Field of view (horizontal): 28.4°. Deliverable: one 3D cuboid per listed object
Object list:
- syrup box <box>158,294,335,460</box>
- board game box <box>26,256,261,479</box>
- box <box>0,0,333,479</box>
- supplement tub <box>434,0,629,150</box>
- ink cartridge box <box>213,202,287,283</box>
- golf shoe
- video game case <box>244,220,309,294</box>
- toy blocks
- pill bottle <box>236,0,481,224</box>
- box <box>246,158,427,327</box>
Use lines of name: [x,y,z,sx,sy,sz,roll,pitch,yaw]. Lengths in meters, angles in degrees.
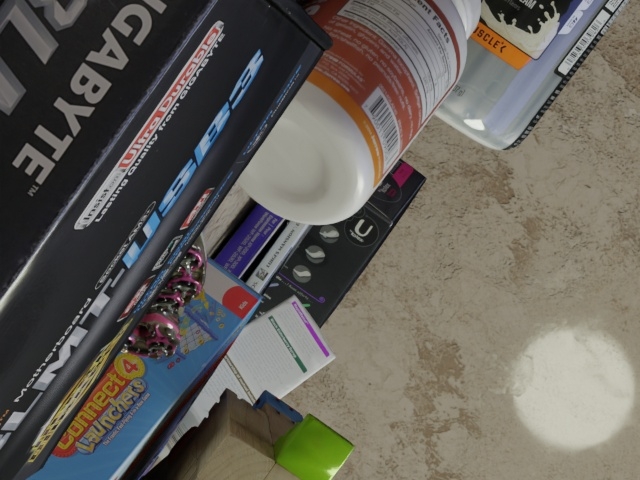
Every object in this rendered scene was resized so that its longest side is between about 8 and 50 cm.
syrup box: [-0.097,0.159,1.448,0.093,0.096,0.237,-36,176,41]
board game box: [-0.212,0.197,1.168,0.308,0.086,0.302,-51,176,-47]
box: [-0.116,0.003,0.545,0.295,0.073,0.293,-54,178,5]
supplement tub: [0.183,-0.253,1.102,0.316,0.193,0.193,-55,177,15]
ink cartridge box: [-0.110,0.046,1.437,0.206,0.045,0.208,-53,179,-5]
golf shoe: [-0.115,0.012,0.871,0.186,0.067,0.086,121,-21,-61]
video game case: [-0.054,0.025,1.471,0.173,0.022,0.190,-55,180,-11]
toy blocks: [-0.130,0.282,1.184,0.381,0.191,0.261,-54,-171,3]
pill bottle: [0.027,-0.119,0.886,0.216,0.121,0.121,-52,177,-38]
box: [0.000,0.000,1.714,0.270,0.143,0.165,-56,177,33]
